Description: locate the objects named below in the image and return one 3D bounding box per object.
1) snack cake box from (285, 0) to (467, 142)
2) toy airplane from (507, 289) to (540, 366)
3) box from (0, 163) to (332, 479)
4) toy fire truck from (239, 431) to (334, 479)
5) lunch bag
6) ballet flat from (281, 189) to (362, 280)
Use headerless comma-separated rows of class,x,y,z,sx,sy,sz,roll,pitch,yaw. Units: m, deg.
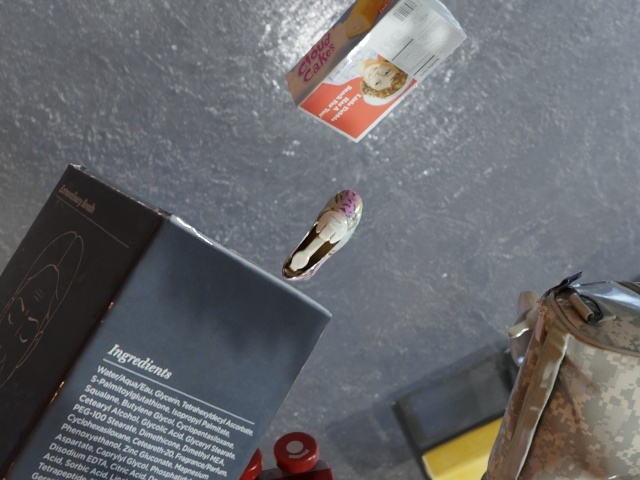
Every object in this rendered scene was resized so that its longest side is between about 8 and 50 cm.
snack cake box,0.088,-0.301,1.179,0.152,0.089,0.264,22,128,-41
toy airplane,0.396,0.292,1.121,0.272,0.386,0.385,7,96,-25
box,-0.229,0.157,0.721,0.212,0.293,0.396,34,84,-36
toy fire truck,-0.100,0.566,1.526,0.302,0.254,0.169,-8,117,-9
lunch bag,0.331,0.196,0.814,0.255,0.212,0.305,1,116,-25
ballet flat,0.000,0.000,1.352,0.221,0.077,0.079,-50,174,25
